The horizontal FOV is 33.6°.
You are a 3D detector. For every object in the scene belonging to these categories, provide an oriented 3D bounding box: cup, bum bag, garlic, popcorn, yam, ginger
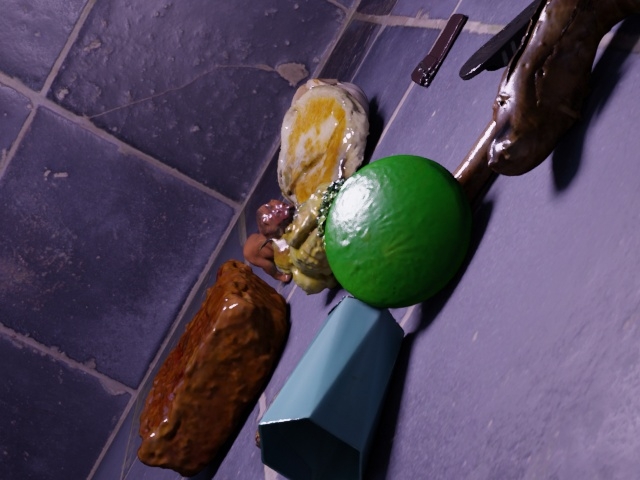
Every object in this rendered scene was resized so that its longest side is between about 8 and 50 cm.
[{"bbox_3d":[0.020,0.187,1.352,0.134,0.148,0.235,-47,13,43],"label":"cup"},{"bbox_3d":[0.229,-0.375,2.071,0.159,0.026,0.109,-60,10,8],"label":"bum bag"},{"bbox_3d":[0.037,-0.291,2.461,0.229,0.143,0.178,14,113,45],"label":"garlic"},{"bbox_3d":[0.001,-0.010,1.873,0.195,0.174,0.168,126,155,-56],"label":"popcorn"},{"bbox_3d":[0.202,-0.087,1.421,0.264,0.046,0.046,-57,12,21],"label":"yam"},{"bbox_3d":[0.284,-0.213,1.222,0.309,0.107,0.133,-59,34,9],"label":"ginger"}]

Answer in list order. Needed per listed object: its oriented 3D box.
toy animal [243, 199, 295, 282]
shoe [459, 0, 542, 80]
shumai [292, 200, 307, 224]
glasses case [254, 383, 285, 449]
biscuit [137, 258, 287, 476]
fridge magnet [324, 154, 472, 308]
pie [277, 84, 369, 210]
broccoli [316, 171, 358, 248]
[{"bbox_3d":[-0.097,0.001,2.294,0.312,0.158,0.097,-41,22,58],"label":"toy animal"},{"bbox_3d":[0.285,-0.286,1.552,0.179,0.049,0.071,-42,17,-1],"label":"shoe"},{"bbox_3d":[0.006,-0.016,2.082,0.099,0.087,0.123,-25,70,26],"label":"shumai"},{"bbox_3d":[-0.034,0.250,1.612,0.248,0.065,0.087,-47,16,50],"label":"glasses case"},{"bbox_3d":[-0.220,0.262,2.174,0.395,0.166,0.342,-58,10,9],"label":"biscuit"},{"bbox_3d":[0.102,-0.012,1.394,0.208,0.208,0.088,-61,-32,0],"label":"fridge magnet"},{"bbox_3d":[0.000,-0.184,2.322,0.339,0.077,0.339,-23,63,58],"label":"pie"},{"bbox_3d":[0.083,-0.010,1.546,0.220,0.194,0.194,-17,40,41],"label":"broccoli"}]
